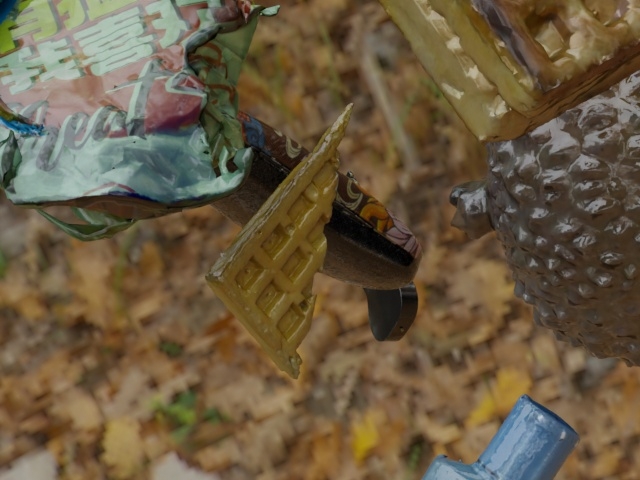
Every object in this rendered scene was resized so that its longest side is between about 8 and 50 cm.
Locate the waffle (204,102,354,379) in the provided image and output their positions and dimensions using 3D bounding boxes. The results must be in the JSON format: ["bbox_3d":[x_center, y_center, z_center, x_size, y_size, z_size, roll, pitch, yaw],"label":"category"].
[{"bbox_3d":[0.000,0.000,1.525,0.191,0.125,0.032,-50,27,-21],"label":"waffle"}]

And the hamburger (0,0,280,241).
[{"bbox_3d":[-0.173,-0.098,1.436,0.261,0.150,0.276,8,50,-1],"label":"hamburger"}]

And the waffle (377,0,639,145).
[{"bbox_3d":[0.173,-0.212,1.244,0.308,0.213,0.091,-30,-13,-28],"label":"waffle"}]

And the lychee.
[{"bbox_3d":[0.330,-0.076,1.793,0.432,0.380,0.380,-15,31,9],"label":"lychee"}]

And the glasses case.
[{"bbox_3d":[-0.039,-0.046,1.833,0.122,0.321,0.082,-3,58,59],"label":"glasses case"}]

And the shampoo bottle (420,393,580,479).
[{"bbox_3d":[0.090,0.226,1.325,0.104,0.061,0.258,35,92,14],"label":"shampoo bottle"}]

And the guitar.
[{"bbox_3d":[0.063,0.012,2.251,0.025,0.088,0.233,0,53,-25],"label":"guitar"}]
